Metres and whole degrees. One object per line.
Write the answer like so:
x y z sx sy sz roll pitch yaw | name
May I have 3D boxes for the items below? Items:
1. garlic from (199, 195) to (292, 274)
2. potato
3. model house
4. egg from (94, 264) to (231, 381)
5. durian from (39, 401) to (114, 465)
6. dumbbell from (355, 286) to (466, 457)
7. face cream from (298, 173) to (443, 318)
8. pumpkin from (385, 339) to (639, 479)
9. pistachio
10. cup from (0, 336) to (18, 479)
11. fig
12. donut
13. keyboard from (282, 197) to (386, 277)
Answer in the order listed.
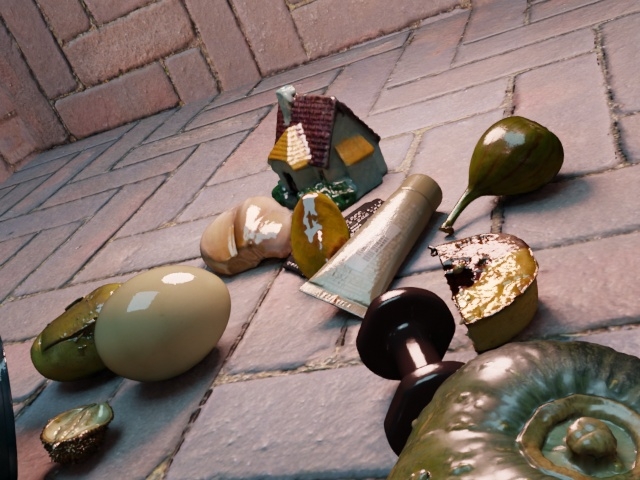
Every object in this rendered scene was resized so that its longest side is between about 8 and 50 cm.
-0.162 -0.024 1.542 0.217 0.110 0.228 -22 25 14 | garlic
-0.427 0.174 1.340 0.248 0.143 0.169 -29 0 3 | potato
-0.016 -0.227 1.638 0.230 0.249 0.280 -36 27 -21 | model house
-0.266 0.139 1.219 0.242 0.186 0.186 -27 23 -29 | egg
-0.379 0.312 1.112 0.110 0.071 0.140 -13 11 10 | durian
0.126 0.162 0.878 0.124 0.140 0.225 15 22 -15 | dumbbell
0.110 0.004 1.273 0.137 0.084 0.341 22 49 24 | face cream
0.172 0.240 0.543 0.291 0.257 0.328 15 37 36 | pumpkin
-0.002 0.003 1.334 0.110 0.100 0.189 -29 60 27 | pistachio
-0.625 0.310 1.073 0.292 0.308 0.242 -4 -2 -29 | cup
0.319 -0.106 1.300 0.259 0.151 0.151 -50 23 10 | fig
0.243 0.070 1.016 0.141 0.085 0.217 -19 26 11 | donut
0.044 -0.010 1.432 0.262 0.016 0.106 -35 27 -22 | keyboard
